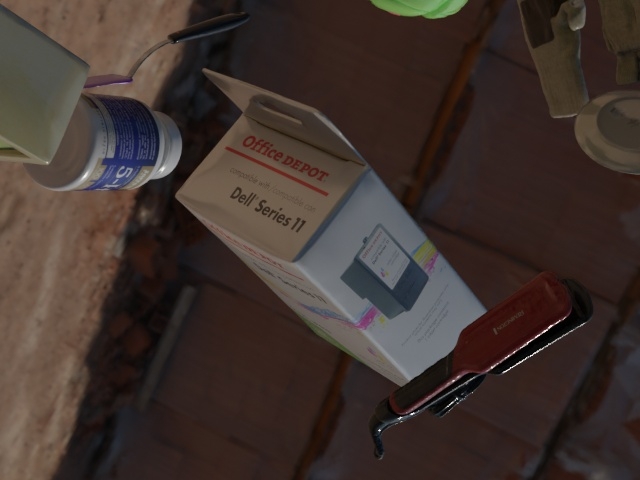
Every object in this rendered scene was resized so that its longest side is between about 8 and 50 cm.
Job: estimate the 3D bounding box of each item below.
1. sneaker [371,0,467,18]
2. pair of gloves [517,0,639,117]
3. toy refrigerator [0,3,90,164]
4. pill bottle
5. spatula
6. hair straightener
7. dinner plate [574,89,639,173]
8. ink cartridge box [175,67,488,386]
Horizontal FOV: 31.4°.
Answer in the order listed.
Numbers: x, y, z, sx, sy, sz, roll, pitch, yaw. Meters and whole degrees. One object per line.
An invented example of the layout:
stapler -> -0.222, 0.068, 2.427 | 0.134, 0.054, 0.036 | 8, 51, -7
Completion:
sneaker -> 0.065, -0.450, 1.126 | 0.185, 0.483, 0.202 | -9, 156, -39
pair of gloves -> 0.329, -0.269, 1.388 | 0.042, 0.204, 0.240 | -18, 178, -27
toy refrigerator -> -0.300, -0.145, 0.782 | 0.269, 0.102, 0.094 | 35, 70, -47
pill bottle -> -0.247, -0.113, 1.322 | 0.186, 0.112, 0.112 | -6, 124, -61
spatula -> -0.219, -0.254, 1.539 | 0.296, 0.084, 0.030 | -30, 117, -23
hair straightener -> 0.127, 0.108, 0.915 | 0.230, 0.047, 0.089 | -45, 148, 25
dinner plate -> 0.373, -0.134, 1.351 | 0.017, 0.141, 0.141 | 84, 29, -49
ink cartridge box -> 0.000, 0.000, 1.127 | 0.119, 0.207, 0.353 | -52, 132, -10
